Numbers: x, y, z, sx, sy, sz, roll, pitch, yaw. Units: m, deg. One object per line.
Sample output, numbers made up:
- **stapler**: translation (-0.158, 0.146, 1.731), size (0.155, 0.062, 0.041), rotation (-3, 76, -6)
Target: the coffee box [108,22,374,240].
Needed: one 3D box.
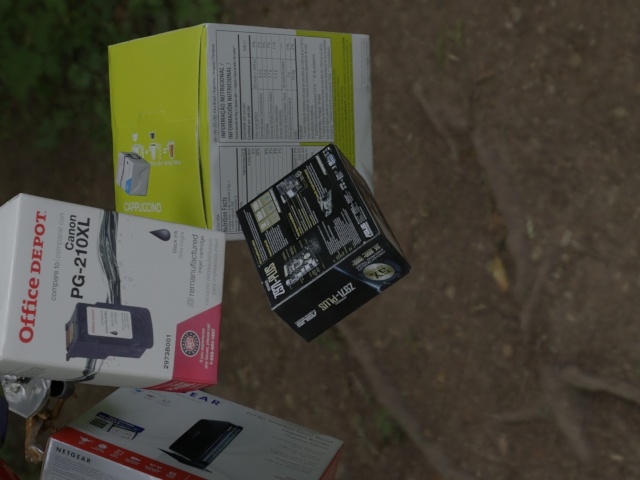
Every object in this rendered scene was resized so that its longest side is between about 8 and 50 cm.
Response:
- **coffee box**: translation (-0.139, -0.177, 1.865), size (0.337, 0.334, 0.338), rotation (4, 97, 53)

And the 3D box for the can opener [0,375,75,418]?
- **can opener**: translation (-0.451, 0.154, 1.440), size (0.283, 0.095, 0.076), rotation (20, 87, 26)

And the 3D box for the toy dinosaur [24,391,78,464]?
- **toy dinosaur**: translation (-0.406, 0.244, 1.584), size (0.112, 0.064, 0.211), rotation (-54, 15, 10)

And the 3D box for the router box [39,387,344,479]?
- **router box**: translation (-0.166, 0.310, 1.511), size (0.301, 0.335, 0.082), rotation (-36, -38, -72)

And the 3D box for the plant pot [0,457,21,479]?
- **plant pot**: translation (-0.411, 0.330, 1.233), size (0.191, 0.174, 0.191), rotation (-54, -15, -21)

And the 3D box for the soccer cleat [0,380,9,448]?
- **soccer cleat**: translation (-0.443, 0.150, 1.062), size (0.093, 0.289, 0.121), rotation (-37, 48, 37)

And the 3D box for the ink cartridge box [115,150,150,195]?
- **ink cartridge box**: translation (-0.274, -0.099, 1.578), size (0.083, 0.028, 0.048), rotation (35, 119, 57)

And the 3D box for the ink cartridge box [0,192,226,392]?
- **ink cartridge box**: translation (-0.229, 0.061, 1.152), size (0.100, 0.237, 0.172), rotation (-21, 63, 55)

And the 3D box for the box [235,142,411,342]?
- **box**: translation (0.000, 0.000, 1.243), size (0.147, 0.077, 0.180), rotation (-36, 41, 9)
